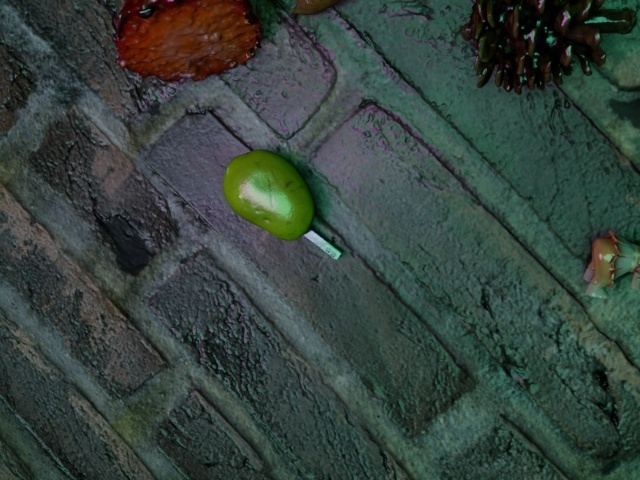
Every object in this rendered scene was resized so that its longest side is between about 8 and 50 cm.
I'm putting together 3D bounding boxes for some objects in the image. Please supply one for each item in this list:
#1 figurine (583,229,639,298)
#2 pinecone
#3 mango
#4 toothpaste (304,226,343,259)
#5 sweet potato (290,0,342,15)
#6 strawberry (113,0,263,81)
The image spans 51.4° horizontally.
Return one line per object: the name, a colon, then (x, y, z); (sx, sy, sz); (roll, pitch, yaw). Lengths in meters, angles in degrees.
figurine: (0.479, 0.035, 0.934); (0.195, 0.111, 0.102); (3, 123, 13)
pinecone: (0.297, -0.291, 0.880); (0.213, 0.168, 0.185); (-11, 130, 5)
mango: (-0.079, -0.077, 1.066); (0.163, 0.089, 0.117); (30, 94, 4)
toothpaste: (0.000, 0.000, 1.096); (0.083, 0.020, 0.017); (37, 106, 5)
sweet potato: (0.044, -0.398, 0.977); (0.226, 0.068, 0.068); (-28, 94, 18)
strawberry: (-0.216, -0.357, 0.996); (0.234, 0.234, 0.177); (-22, 73, 18)
